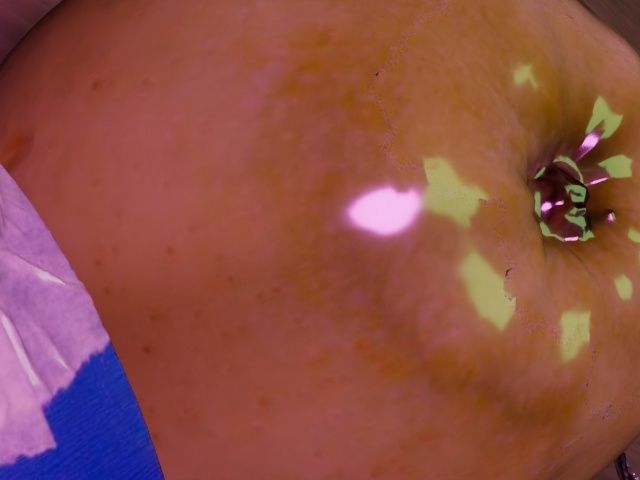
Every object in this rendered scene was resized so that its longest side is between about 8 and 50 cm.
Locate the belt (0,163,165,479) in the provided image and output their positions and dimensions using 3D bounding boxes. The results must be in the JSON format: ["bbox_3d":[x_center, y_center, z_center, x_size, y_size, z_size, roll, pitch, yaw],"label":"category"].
[{"bbox_3d":[-0.173,0.102,0.559,0.117,0.212,0.346,-29,104,-52],"label":"belt"}]

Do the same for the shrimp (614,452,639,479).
[{"bbox_3d":[0.248,0.303,1.078,0.372,0.137,0.172,57,22,-21],"label":"shrimp"}]

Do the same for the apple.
[{"bbox_3d":[0.000,0.000,0.740,0.357,0.357,0.357,25,57,-45],"label":"apple"}]
